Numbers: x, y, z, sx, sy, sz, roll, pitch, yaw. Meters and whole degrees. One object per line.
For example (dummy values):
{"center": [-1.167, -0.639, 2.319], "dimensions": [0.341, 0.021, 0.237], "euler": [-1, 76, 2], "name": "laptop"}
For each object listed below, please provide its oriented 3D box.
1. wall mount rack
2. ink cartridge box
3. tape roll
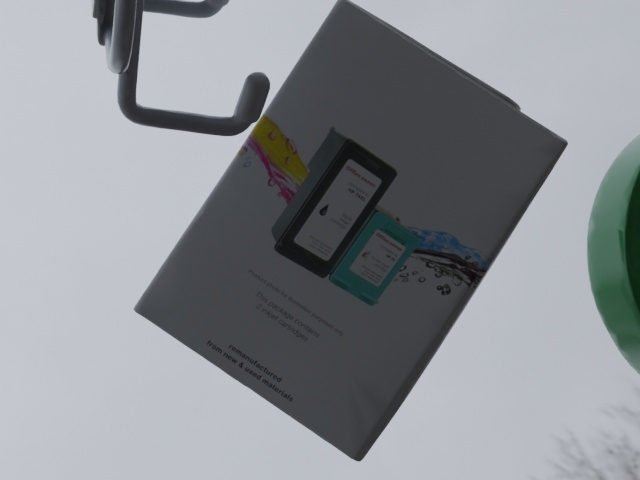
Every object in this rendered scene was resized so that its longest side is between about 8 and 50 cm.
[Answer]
{"center": [-0.074, -0.250, 0.961], "dimensions": [0.130, 0.350, 0.304], "euler": [5, -61, -13], "name": "wall mount rack"}
{"center": [0.028, -0.005, 1.137], "dimensions": [0.270, 0.197, 0.198], "euler": [-56, -5, -1], "name": "ink cartridge box"}
{"center": [0.437, 0.017, 1.585], "dimensions": [0.321, 0.077, 0.321], "euler": [3, -97, -21], "name": "tape roll"}
